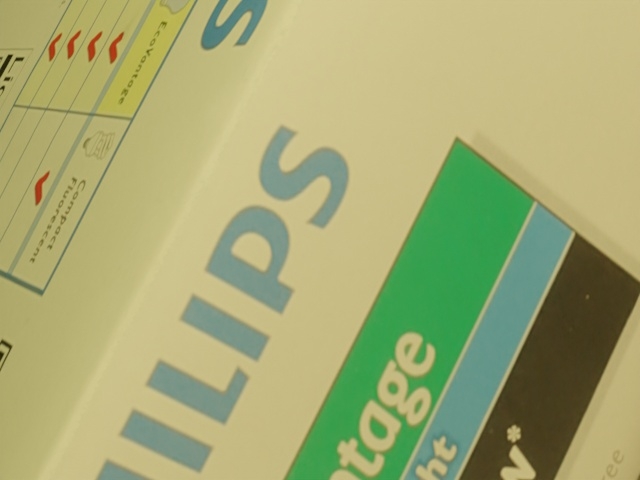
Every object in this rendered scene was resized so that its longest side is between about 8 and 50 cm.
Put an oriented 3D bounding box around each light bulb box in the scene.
[{"bbox_3d":[-0.034,-0.019,0.528,0.225,0.358,0.361,32,-10,-33],"label":"light bulb box"}]
